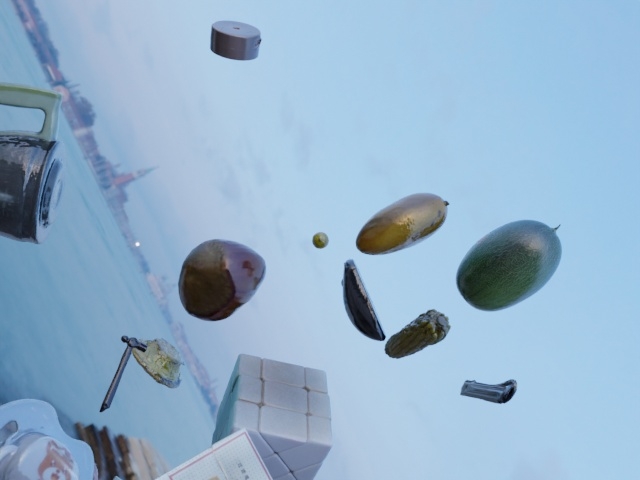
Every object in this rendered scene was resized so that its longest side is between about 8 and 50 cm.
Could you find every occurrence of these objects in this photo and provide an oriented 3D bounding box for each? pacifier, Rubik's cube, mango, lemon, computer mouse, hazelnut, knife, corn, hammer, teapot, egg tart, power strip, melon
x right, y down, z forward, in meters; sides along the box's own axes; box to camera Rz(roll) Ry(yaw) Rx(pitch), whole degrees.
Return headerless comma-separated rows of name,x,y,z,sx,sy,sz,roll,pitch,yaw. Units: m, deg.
pacifier,-0.563,0.424,1.019,0.207,0.227,0.278,1,-53,38
Rubik's cube,-0.165,0.608,1.809,0.315,0.319,0.321,-96,-155,-59
mango,0.176,-0.031,1.230,0.109,0.228,0.147,64,-14,-4
lemon,0.000,0.000,1.990,0.062,0.062,0.083,64,1,3
computer mouse,0.113,0.189,1.695,0.137,0.087,0.269,47,22,-78
hazelnut,-0.242,0.089,1.344,0.186,0.210,0.210,33,-16,-7
knife,0.582,0.523,1.941,0.043,0.089,0.365,39,-17,-2
corn,0.281,0.281,1.635,0.096,0.097,0.320,60,-30,13
hammer,-0.456,0.306,1.270,0.065,0.178,0.021,28,-30,-22
teapot,-0.684,-0.156,1.189,0.239,0.240,0.321,-97,-155,-46
egg tart,-0.587,0.439,2.048,0.241,0.106,0.241,46,-2,3
power strip,-0.254,-0.603,1.680,0.154,0.154,0.078,49,-42,40
melon,0.463,0.054,1.349,0.182,0.288,0.182,51,11,-14

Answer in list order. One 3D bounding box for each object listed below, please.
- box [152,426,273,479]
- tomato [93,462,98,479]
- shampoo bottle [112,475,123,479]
box,-0.270,0.604,1.266,0.210,0.331,0.095,58,-35,16
tomato,-0.753,0.701,1.585,0.112,0.200,0.227,83,16,-62
shampoo bottle,-0.633,0.773,1.594,0.041,0.190,0.069,35,-24,-4
